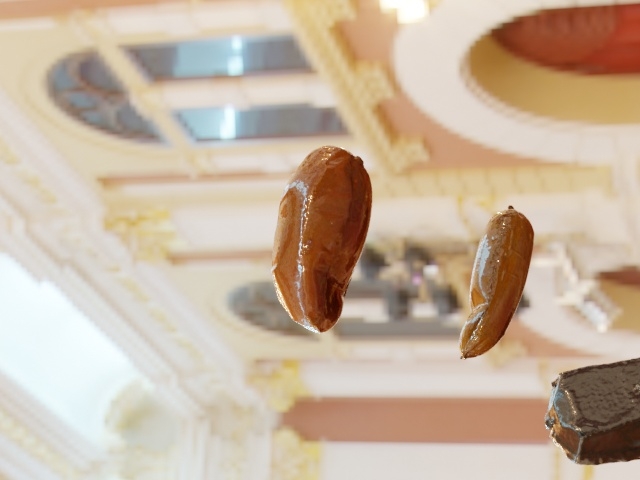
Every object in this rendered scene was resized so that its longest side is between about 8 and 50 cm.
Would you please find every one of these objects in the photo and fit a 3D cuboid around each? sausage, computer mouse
[{"bbox_3d":[0.176,0.041,1.788,0.062,0.054,0.183,112,175,-58],"label":"sausage"},{"bbox_3d":[0.000,0.000,1.698,0.089,0.089,0.179,43,-123,-65],"label":"sausage"},{"bbox_3d":[0.346,0.177,1.917,0.122,0.217,0.073,-98,-6,-53],"label":"computer mouse"}]
